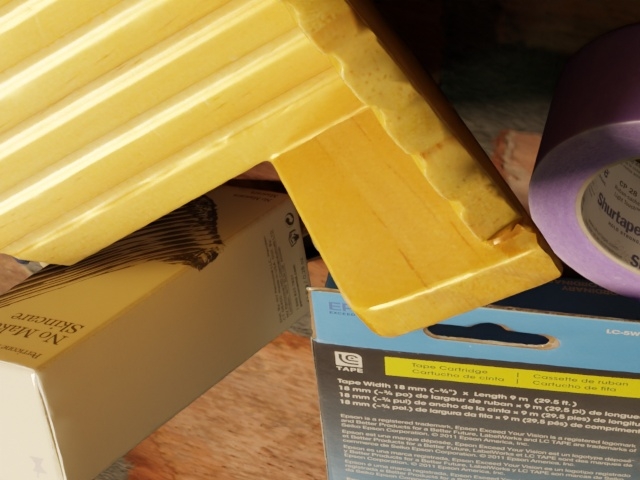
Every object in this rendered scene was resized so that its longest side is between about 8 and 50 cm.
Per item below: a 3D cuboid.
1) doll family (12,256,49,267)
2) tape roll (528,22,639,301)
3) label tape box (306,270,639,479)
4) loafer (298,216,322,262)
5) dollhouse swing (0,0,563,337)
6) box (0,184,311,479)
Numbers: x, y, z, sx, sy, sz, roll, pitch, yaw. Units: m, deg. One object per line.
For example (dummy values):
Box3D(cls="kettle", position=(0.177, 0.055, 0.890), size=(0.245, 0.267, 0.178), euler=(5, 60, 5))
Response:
Box3D(cls="doll family", position=(-0.194, -0.013, 1.335), size=(0.111, 0.076, 0.193), euler=(-5, 138, 40))
Box3D(cls="tape roll", position=(0.224, -0.040, 1.072), size=(0.189, 0.080, 0.189), euler=(14, 146, 9))
Box3D(cls="label tape box", position=(0.122, 0.093, 1.275), size=(0.240, 0.106, 0.334), euler=(5, 146, 7))
Box3D(cls="loafer", position=(0.000, 0.000, 1.283), size=(0.125, 0.039, 0.045), euler=(-15, 135, 42))
Box3D(cls="dollhouse swing", position=(-0.118, -0.071, 0.980), size=(0.305, 0.315, 0.347), euler=(-36, 128, 7))
Box3D(cls="box", position=(-0.128, 0.057, 1.193), size=(0.113, 0.275, 0.094), euler=(7, 117, 33))
